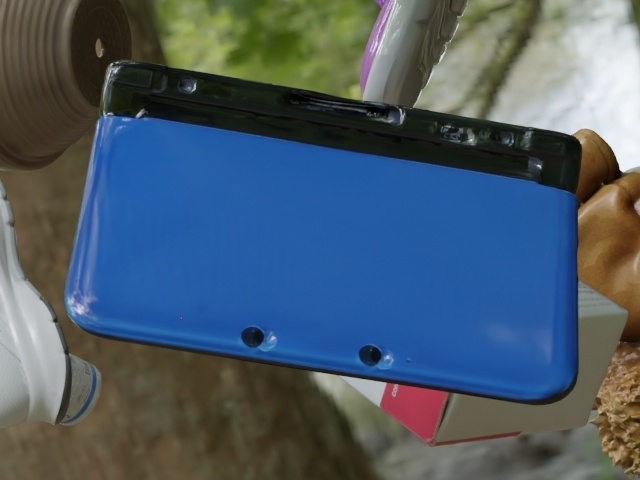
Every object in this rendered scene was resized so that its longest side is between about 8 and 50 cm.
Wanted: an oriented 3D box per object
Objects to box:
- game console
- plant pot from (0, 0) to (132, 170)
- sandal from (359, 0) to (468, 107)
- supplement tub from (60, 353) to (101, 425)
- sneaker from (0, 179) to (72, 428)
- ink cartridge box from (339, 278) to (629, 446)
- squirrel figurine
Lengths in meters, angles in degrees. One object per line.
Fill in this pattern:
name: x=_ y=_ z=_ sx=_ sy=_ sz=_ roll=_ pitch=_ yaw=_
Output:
game console: x=0.000 y=0.000 z=1.208 sx=0.293 sy=0.173 sz=0.250 roll=10 pitch=-6 yaw=-5
plant pot: x=-0.256 y=-0.183 z=1.890 sx=0.110 sy=0.237 sz=0.237 roll=3 pitch=26 yaw=25
sandal: x=0.085 y=-0.278 z=1.527 sx=0.102 sy=0.169 sz=0.416 roll=16 pitch=72 yaw=12
supplement tub: x=-0.282 y=0.140 z=2.003 sx=0.071 sy=0.107 sz=0.071 roll=-25 pitch=50 yaw=34
sneaker: x=-0.309 y=0.031 z=1.637 sx=0.129 sy=0.111 sz=0.297 roll=-15 pitch=58 yaw=-24
ink cartridge box: x=0.092 y=0.054 z=1.814 sx=0.226 sy=0.131 sz=0.306 roll=-3 pitch=31 yaw=-45
squirrel figurine: x=0.451 y=0.085 z=2.252 sx=0.281 sy=0.397 sz=0.370 roll=9 pitch=14 yaw=-43
